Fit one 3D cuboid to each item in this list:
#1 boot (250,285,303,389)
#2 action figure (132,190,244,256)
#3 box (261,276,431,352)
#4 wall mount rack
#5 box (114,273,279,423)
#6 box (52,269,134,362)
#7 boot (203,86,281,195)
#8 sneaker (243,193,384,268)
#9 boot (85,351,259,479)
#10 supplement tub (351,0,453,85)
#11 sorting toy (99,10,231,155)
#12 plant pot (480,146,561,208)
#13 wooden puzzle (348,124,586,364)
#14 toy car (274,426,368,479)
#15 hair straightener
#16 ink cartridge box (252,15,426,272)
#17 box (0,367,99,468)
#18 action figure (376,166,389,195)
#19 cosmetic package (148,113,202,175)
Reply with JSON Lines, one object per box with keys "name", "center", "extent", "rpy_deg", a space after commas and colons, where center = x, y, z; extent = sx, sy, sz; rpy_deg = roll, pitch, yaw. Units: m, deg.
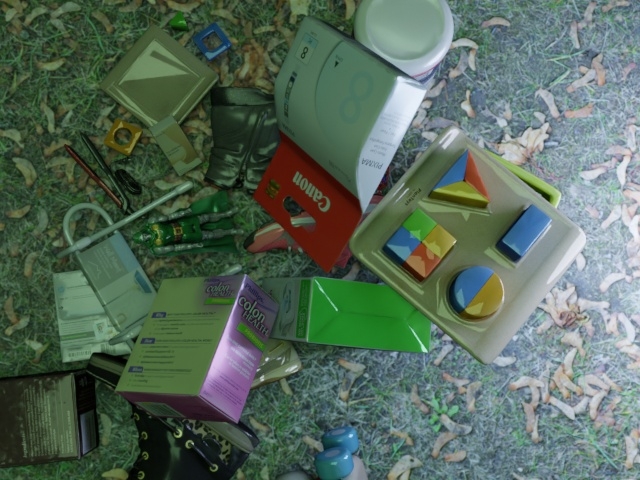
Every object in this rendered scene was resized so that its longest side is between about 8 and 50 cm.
{"name": "boot", "center": [-0.171, 0.201, 1.698], "extent": [0.262, 0.095, 0.203], "rpy_deg": [-14, 82, -37]}
{"name": "action figure", "center": [-0.266, -0.020, 1.697], "extent": [0.232, 0.063, 0.137], "rpy_deg": [-13, 86, -36]}
{"name": "box", "center": [0.043, 0.146, 1.644], "extent": [0.262, 0.231, 0.126], "rpy_deg": [8, 84, -26]}
{"name": "wall mount rack", "center": [-0.346, 0.047, 1.727], "extent": [0.304, 0.130, 0.350], "rpy_deg": [-35, 99, -41]}
{"name": "box", "center": [-0.223, 0.196, 1.563], "extent": [0.214, 0.117, 0.242], "rpy_deg": [-6, 53, 36]}
{"name": "box", "center": [-0.469, 0.151, 1.765], "extent": [0.145, 0.038, 0.186], "rpy_deg": [-8, 86, -4]}
{"name": "boot", "center": [-0.072, -0.203, 1.791], "extent": [0.339, 0.118, 0.222], "rpy_deg": [1, 91, 5]}
{"name": "sneaker", "center": [0.000, 0.000, 1.757], "extent": [0.314, 0.116, 0.136], "rpy_deg": [-14, 86, -3]}
{"name": "boot", "center": [-0.346, 0.416, 1.692], "extent": [0.378, 0.138, 0.284], "rpy_deg": [31, 84, -9]}
{"name": "supplement tub", "center": [0.153, -0.392, 1.721], "extent": [0.191, 0.272, 0.191], "rpy_deg": [0, 84, -2]}
{"name": "sorting toy", "center": [-0.342, -0.333, 1.815], "extent": [0.196, 0.047, 0.347], "rpy_deg": [39, 84, 6]}
{"name": "plant pot", "center": [0.314, -0.038, 1.725], "extent": [0.227, 0.207, 0.228], "rpy_deg": [29, 84, 1]}
{"name": "wooden puzzle", "center": [0.277, 0.000, 1.559], "extent": [0.348, 0.080, 0.322], "rpy_deg": [41, 77, 2]}
{"name": "toy car", "center": [-0.026, 0.514, 1.674], "extent": [0.238, 0.210, 0.219], "rpy_deg": [-13, 97, 9]}
{"name": "hair straightener", "center": [-0.430, -0.139, 1.790], "extent": [0.089, 0.047, 0.230], "rpy_deg": [-41, 87, -5]}
{"name": "ink cartridge box", "center": [-0.005, -0.182, 1.576], "extent": [0.308, 0.091, 0.384], "rpy_deg": [45, 114, 43]}
{"name": "box", "center": [-0.558, 0.346, 1.676], "extent": [0.203, 0.168, 0.166], "rpy_deg": [-6, 85, -3]}
{"name": "action figure", "center": [0.128, -0.152, 1.820], "extent": [0.038, 0.030, 0.115], "rpy_deg": [4, 86, -6]}
{"name": "cosmetic package", "center": [-0.300, -0.197, 1.770], "extent": [0.060, 0.041, 0.115], "rpy_deg": [-34, 130, -3]}
